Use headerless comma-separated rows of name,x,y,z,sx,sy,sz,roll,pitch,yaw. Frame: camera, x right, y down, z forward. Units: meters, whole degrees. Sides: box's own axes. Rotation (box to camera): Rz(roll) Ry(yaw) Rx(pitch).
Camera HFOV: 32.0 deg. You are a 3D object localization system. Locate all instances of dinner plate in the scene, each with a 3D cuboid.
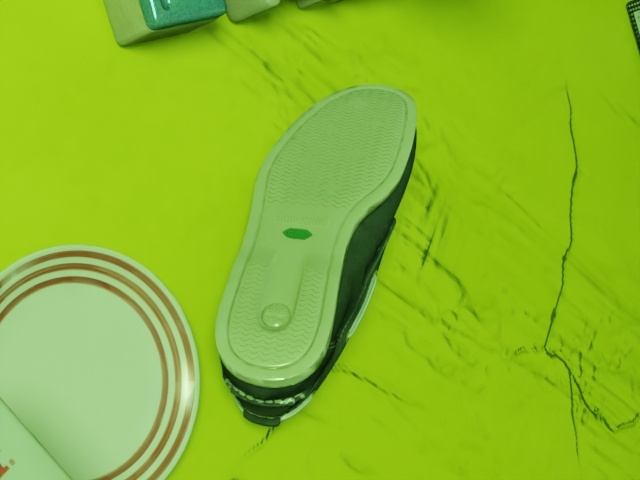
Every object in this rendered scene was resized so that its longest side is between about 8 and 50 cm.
dinner plate,-0.125,0.073,0.575,0.141,0.017,0.141,7,79,-40

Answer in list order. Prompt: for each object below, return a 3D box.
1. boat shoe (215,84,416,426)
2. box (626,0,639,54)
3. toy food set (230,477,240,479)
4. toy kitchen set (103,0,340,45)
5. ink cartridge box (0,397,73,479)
boat shoe,0.000,0.000,0.668,0.079,0.084,0.233,81,26,-53
box,0.426,-0.222,0.918,0.216,0.270,0.060,-21,96,-41
toy food set,-0.034,0.191,0.635,0.122,0.019,0.078,53,55,-31
toy kitchen set,-0.005,-0.202,0.619,0.207,0.166,0.122,-22,98,-40
ink cartridge box,-0.123,0.220,0.417,0.273,0.114,0.197,50,30,-7
